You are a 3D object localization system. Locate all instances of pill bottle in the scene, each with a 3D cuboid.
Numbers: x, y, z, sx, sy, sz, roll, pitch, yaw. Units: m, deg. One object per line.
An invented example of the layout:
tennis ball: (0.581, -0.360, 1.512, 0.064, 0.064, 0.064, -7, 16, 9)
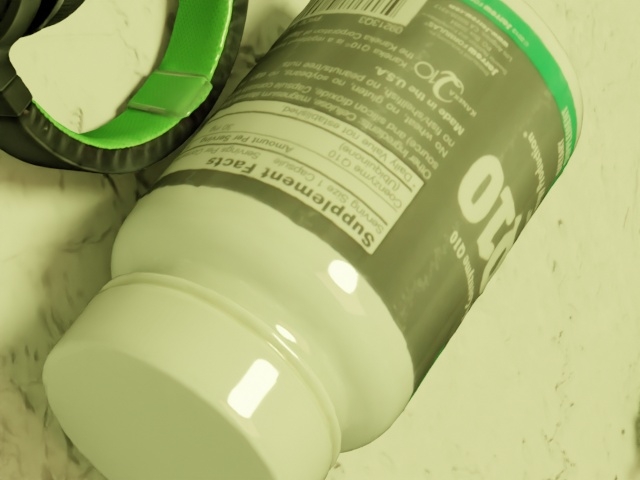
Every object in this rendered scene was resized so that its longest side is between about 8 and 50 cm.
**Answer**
pill bottle: (0.000, 0.000, 1.144, 0.361, 0.204, 0.204, -53, 122, -33)

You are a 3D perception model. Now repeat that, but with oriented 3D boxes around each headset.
headset: (-0.139, -0.213, 1.031, 0.243, 0.185, 0.394, -56, 136, -32)
